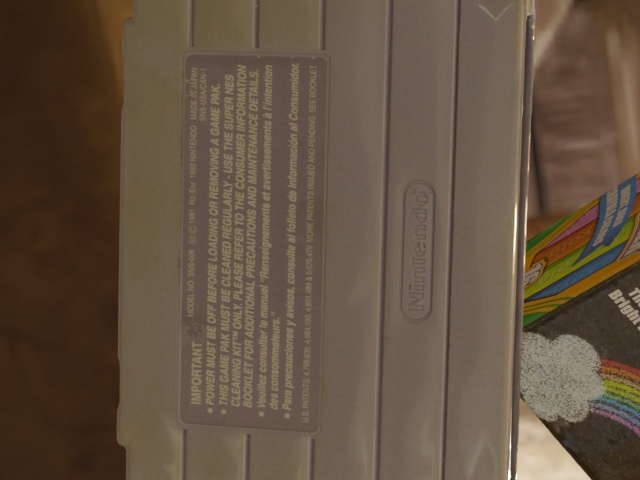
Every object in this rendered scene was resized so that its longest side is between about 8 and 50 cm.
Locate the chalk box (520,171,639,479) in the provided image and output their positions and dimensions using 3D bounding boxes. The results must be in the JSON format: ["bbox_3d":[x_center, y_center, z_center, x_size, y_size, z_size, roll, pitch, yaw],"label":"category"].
[{"bbox_3d":[0.305,0.042,1.508,0.180,0.289,0.179,48,35,-13],"label":"chalk box"}]

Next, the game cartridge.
[{"bbox_3d":[0.000,0.000,1.046,0.068,0.230,0.355,-17,110,-71],"label":"game cartridge"}]
